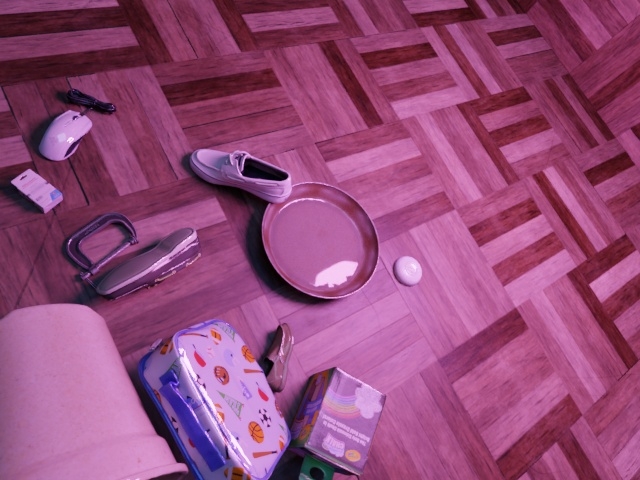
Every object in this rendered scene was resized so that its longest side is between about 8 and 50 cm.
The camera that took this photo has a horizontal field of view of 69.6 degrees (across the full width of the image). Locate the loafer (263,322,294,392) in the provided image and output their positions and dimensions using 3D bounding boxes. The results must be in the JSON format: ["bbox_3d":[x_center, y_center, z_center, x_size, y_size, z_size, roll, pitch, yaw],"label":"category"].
[{"bbox_3d":[-0.093,0.246,0.985,0.050,0.056,0.148,17,61,-23],"label":"loafer"}]

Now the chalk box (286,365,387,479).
[{"bbox_3d":[0.021,0.387,0.928,0.132,0.132,0.213,32,60,-9],"label":"chalk box"}]

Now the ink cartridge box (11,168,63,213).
[{"bbox_3d":[-0.582,-0.102,0.947,0.083,0.028,0.048,39,58,-3],"label":"ink cartridge box"}]

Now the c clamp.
[{"bbox_3d":[-0.445,0.018,0.960,0.137,0.022,0.160,37,59,2],"label":"c clamp"}]

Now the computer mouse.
[{"bbox_3d":[-0.550,-0.259,1.025,0.106,0.042,0.193,26,59,-12],"label":"computer mouse"}]

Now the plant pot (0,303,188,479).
[{"bbox_3d":[-0.413,0.278,0.702,0.334,0.333,0.305,-14,63,-28],"label":"plant pot"}]

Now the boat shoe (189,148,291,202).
[{"bbox_3d":[-0.188,-0.175,1.095,0.258,0.084,0.095,17,56,0],"label":"boat shoe"}]

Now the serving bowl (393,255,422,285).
[{"bbox_3d":[0.236,0.078,1.222,0.083,0.027,0.083,9,65,-20],"label":"serving bowl"}]

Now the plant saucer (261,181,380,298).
[{"bbox_3d":[0.000,0.000,1.143,0.311,0.050,0.310,9,65,-19],"label":"plant saucer"}]

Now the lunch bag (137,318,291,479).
[{"bbox_3d":[-0.186,0.287,0.822,0.115,0.243,0.303,-36,83,11],"label":"lunch bag"}]

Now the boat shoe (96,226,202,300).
[{"bbox_3d":[-0.342,0.059,0.949,0.228,0.081,0.068,-38,130,-31],"label":"boat shoe"}]
